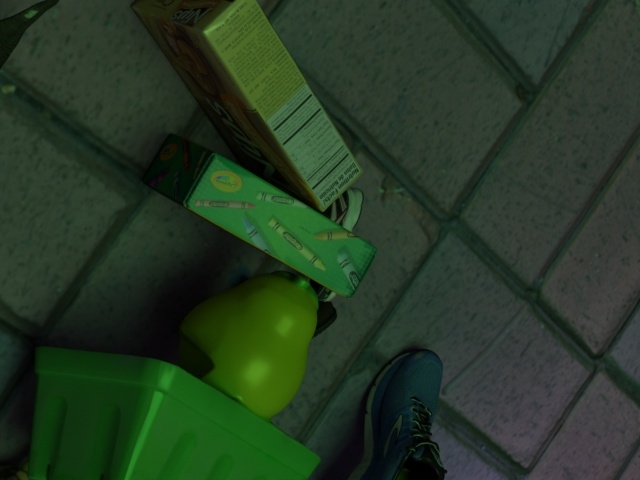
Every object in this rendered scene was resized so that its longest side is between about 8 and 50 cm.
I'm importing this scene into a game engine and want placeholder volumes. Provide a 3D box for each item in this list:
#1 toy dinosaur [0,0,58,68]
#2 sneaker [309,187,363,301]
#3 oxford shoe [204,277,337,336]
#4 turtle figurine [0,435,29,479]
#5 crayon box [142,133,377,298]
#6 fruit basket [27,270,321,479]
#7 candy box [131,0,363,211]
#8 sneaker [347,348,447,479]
[{"bbox_3d":[-0.444,-0.206,1.589,0.313,0.121,0.160,-32,136,-29],"label":"toy dinosaur"},{"bbox_3d":[0.000,0.000,2.014,0.077,0.072,0.178,19,72,-26],"label":"sneaker"},{"bbox_3d":[-0.070,0.100,1.994,0.227,0.083,0.096,-8,109,-36],"label":"oxford shoe"},{"bbox_3d":[-0.390,0.340,1.834,0.217,0.087,0.269,-24,98,-38],"label":"turtle figurine"},{"bbox_3d":[-0.079,-0.032,1.844,0.278,0.165,0.081,31,88,-28],"label":"crayon box"},{"bbox_3d":[-0.160,0.199,1.833,0.392,0.283,0.392,-4,94,-53],"label":"fruit basket"},{"bbox_3d":[-0.091,-0.192,1.795,0.087,0.183,0.316,-45,128,-13],"label":"candy box"},{"bbox_3d":[0.143,0.321,2.155,0.130,0.147,0.330,36,59,-35],"label":"sneaker"}]
